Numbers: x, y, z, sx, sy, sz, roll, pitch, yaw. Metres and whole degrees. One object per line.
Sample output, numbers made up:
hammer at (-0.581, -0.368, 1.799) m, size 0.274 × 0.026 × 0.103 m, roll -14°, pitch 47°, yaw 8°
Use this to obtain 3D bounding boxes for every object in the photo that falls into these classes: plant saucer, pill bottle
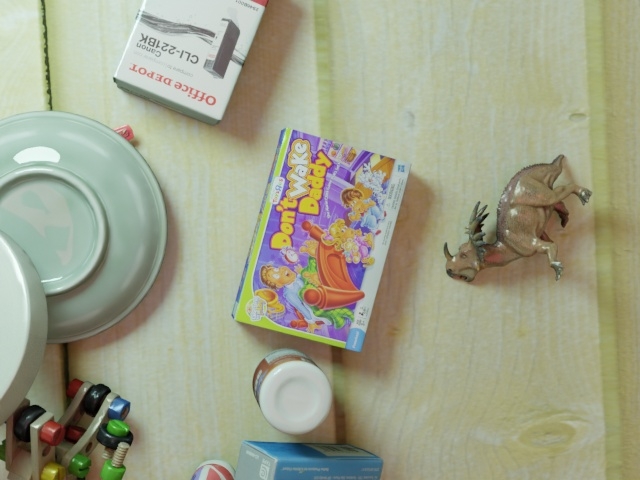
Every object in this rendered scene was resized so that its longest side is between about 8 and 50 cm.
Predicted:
plant saucer at (-0.459, -0.018, 1.689) m, size 0.400 × 0.100 × 0.401 m, roll 0°, pitch 95°, yaw -5°
pill bottle at (-0.053, 0.250, 1.721) m, size 0.121 × 0.216 × 0.121 m, roll 0°, pitch 92°, yaw -9°

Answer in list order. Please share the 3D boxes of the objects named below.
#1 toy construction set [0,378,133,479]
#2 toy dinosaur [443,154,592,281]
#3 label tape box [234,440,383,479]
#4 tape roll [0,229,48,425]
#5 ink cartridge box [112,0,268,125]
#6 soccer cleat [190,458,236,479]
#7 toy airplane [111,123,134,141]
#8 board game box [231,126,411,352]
toy construction set at (-0.480, 0.349, 1.655) m, size 0.308 × 0.257 × 0.237 m, roll 21°, pitch 99°, yaw -8°
toy dinosaur at (0.358, -0.049, 1.827) m, size 0.200 × 0.127 × 0.296 m, roll 23°, pitch 83°, yaw -2°
label tape box at (-0.045, 0.527, 1.735) m, size 0.249 × 0.115 × 0.348 m, roll 11°, pitch 92°, yaw -40°
tape roll at (-0.615, 0.140, 1.562) m, size 0.392 × 0.072 × 0.392 m, roll -3°, pitch 75°, yaw 9°
ink cartridge box at (-0.215, -0.357, 1.723) m, size 0.197 × 0.114 × 0.273 m, roll 21°, pitch 90°, yaw -10°
soccer cleat at (-0.183, 0.547, 1.753) m, size 0.108 × 0.116 × 0.318 m, roll -4°, pitch 92°, yaw 9°
toy airplane at (-0.379, -0.138, 1.749) m, size 0.151 × 0.028 × 0.151 m, roll 0°, pitch 95°, yaw -5°
board game box at (0.000, 0.000, 1.789) m, size 0.233 × 0.078 × 0.347 m, roll 15°, pitch 90°, yaw -9°
